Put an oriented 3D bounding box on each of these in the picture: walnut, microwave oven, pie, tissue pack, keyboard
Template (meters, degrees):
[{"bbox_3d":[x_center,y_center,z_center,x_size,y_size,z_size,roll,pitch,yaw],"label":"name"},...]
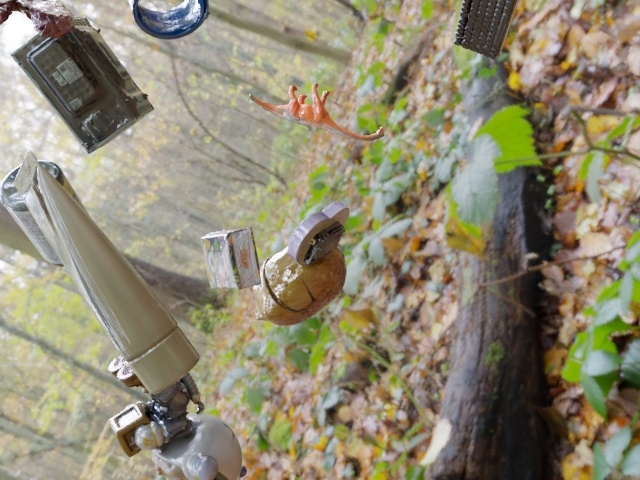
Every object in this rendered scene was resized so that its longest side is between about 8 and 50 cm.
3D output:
[{"bbox_3d":[-0.060,0.119,1.836,0.298,0.203,0.203,-44,7,6],"label":"walnut"},{"bbox_3d":[-0.586,-0.403,1.756,0.181,0.295,0.237,-33,15,7],"label":"microwave oven"},{"bbox_3d":[-0.643,-0.496,1.483,0.204,0.218,0.054,-110,37,-58],"label":"pie"},{"bbox_3d":[-0.168,0.034,1.294,0.148,0.060,0.109,-5,98,61],"label":"tissue pack"},{"bbox_3d":[0.279,-0.407,1.149,0.027,0.106,0.317,-59,-12,-13],"label":"keyboard"}]

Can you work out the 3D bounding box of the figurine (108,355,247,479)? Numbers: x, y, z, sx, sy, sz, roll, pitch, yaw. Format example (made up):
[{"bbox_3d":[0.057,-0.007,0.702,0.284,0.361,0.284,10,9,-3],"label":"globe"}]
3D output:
[{"bbox_3d":[-0.284,0.385,1.359,0.186,0.382,0.261,-34,26,-12],"label":"figurine"}]

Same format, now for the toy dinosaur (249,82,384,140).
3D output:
[{"bbox_3d":[-0.005,-0.263,1.403,0.055,0.279,0.102,73,-156,-81],"label":"toy dinosaur"}]

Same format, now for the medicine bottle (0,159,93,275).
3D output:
[{"bbox_3d":[-0.600,-0.037,1.579,0.293,0.141,0.141,78,-153,-50],"label":"medicine bottle"}]

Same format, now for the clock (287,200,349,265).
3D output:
[{"bbox_3d":[0.000,0.000,1.678,0.198,0.064,0.172,-29,-29,-45],"label":"clock"}]

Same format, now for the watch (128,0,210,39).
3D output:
[{"bbox_3d":[-0.320,-0.546,1.486,0.200,0.195,0.171,114,151,-47],"label":"watch"}]

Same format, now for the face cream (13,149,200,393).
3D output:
[{"bbox_3d":[-0.290,0.044,0.910,0.084,0.341,0.137,-39,8,-32],"label":"face cream"}]
